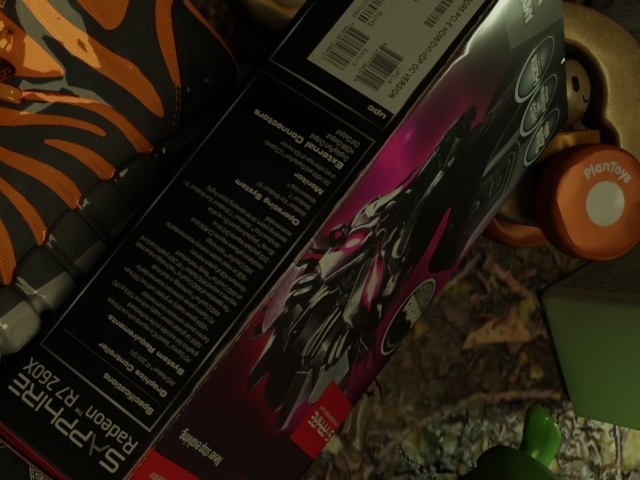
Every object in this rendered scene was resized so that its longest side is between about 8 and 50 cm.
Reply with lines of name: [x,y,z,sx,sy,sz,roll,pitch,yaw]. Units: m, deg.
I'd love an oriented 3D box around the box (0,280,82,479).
box: [-0.259,0.080,0.712,0.257,0.079,0.322,-10,99,-30]

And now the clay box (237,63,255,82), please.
clay box: [-0.102,-0.003,0.821,0.127,0.053,0.222,-5,95,-32]

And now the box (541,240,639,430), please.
box: [0.334,0.077,0.955,0.148,0.311,0.121,-26,106,-28]

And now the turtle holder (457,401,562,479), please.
turtle holder: [0.163,0.300,0.935,0.227,0.243,0.320,-41,155,-8]

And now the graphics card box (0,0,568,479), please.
graphics card box: [0.000,0.000,0.707,0.371,0.094,0.233,-53,157,-11]

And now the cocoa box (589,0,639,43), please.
cocoa box: [0.430,-0.143,1.049,0.347,0.231,0.228,45,69,-27]

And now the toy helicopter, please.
toy helicopter: [0.102,-0.146,0.904,0.355,0.140,0.235,23,87,-19]

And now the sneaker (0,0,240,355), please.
sneaker: [-0.185,-0.047,0.649,0.321,0.124,0.180,-45,112,-34]
